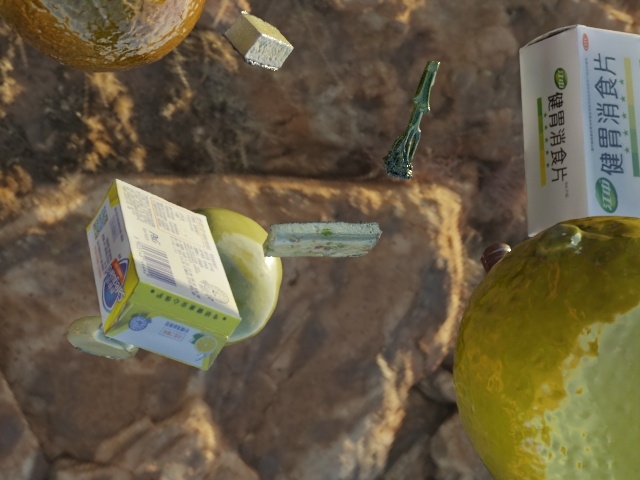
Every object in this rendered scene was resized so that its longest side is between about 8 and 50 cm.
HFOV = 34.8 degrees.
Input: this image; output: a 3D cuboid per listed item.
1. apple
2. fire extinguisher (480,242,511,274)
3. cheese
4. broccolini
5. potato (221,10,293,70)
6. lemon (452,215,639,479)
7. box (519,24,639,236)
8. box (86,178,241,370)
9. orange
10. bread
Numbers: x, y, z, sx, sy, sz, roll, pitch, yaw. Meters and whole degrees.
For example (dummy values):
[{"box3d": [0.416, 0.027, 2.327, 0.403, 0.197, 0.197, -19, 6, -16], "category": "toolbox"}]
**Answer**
[{"box3d": [-0.202, 0.067, 1.922, 0.262, 0.262, 0.262, -27, 134, -31], "category": "apple"}, {"box3d": [0.254, 0.080, 1.312, 0.045, 0.157, 0.078, -22, 143, 3], "category": "fire extinguisher"}, {"box3d": [-0.358, 0.158, 1.738, 0.127, 0.255, 0.050, 21, 71, -15], "category": "cheese"}, {"box3d": [0.157, -0.213, 1.787, 0.058, 0.067, 0.216, 12, 110, -6], "category": "broccolini"}, {"box3d": [-0.109, -0.355, 1.821, 0.061, 0.086, 0.122, -48, 155, 21], "category": "potato"}, {"box3d": [0.234, 0.120, 0.796, 0.245, 0.245, 0.319, -39, 119, -19], "category": "lemon"}, {"box3d": [0.426, -0.155, 1.599, 0.173, 0.145, 0.332, 2, 82, -28], "category": "box"}, {"box3d": [-0.225, 0.044, 1.427, 0.168, 0.265, 0.097, 24, 113, -33], "category": "box"}, {"box3d": [-0.319, -0.405, 1.463, 0.322, 0.322, 0.357, -58, 168, 4], "category": "orange"}, {"box3d": [0.000, 0.000, 1.374, 0.154, 0.028, 0.068, 0, 155, -19], "category": "bread"}]
